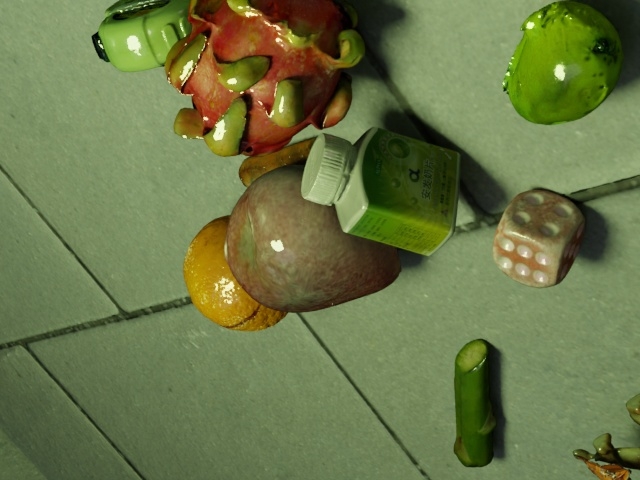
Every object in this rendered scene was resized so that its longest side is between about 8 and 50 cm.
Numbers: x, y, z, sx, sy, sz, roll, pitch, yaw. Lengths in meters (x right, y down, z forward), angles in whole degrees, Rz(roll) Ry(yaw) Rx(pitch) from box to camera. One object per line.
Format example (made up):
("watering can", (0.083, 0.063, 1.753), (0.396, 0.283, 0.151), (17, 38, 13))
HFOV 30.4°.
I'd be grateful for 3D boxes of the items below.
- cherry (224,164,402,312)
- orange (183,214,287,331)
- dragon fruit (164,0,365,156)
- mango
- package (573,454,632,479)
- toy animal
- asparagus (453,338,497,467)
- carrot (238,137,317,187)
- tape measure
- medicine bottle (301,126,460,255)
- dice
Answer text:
("cherry", (-0.009, -0.006, 1.671), (0.206, 0.239, 0.239), (64, 151, 21))
("orange", (-0.125, 0.052, 1.836), (0.193, 0.193, 0.161), (43, 120, -4))
("dragon fruit", (-0.078, -0.219, 1.494), (0.227, 0.243, 0.307), (23, -177, -18))
("mango", (0.266, -0.191, 1.297), (0.178, 0.100, 0.119), (133, 123, -63))
("package", (0.411, 0.331, 1.649), (0.111, 0.033, 0.077), (49, 169, -30))
("toy animal", (0.507, 0.275, 1.592), (0.157, 0.097, 0.312), (39, 147, -10))
("asparagus", (0.240, 0.261, 1.848), (0.067, 0.060, 0.278), (27, 144, 35))
("carrot", (-0.055, -0.113, 1.722), (0.161, 0.055, 0.055), (-17, 117, 43))
("tape measure", (-0.227, -0.284, 1.597), (0.177, 0.154, 0.087), (-5, 117, 29))
("medicine bottle", (0.077, -0.070, 1.512), (0.188, 0.132, 0.088), (15, 152, -14))
("dice", (0.277, -0.001, 1.494), (0.093, 0.091, 0.094), (22, 141, 24))
